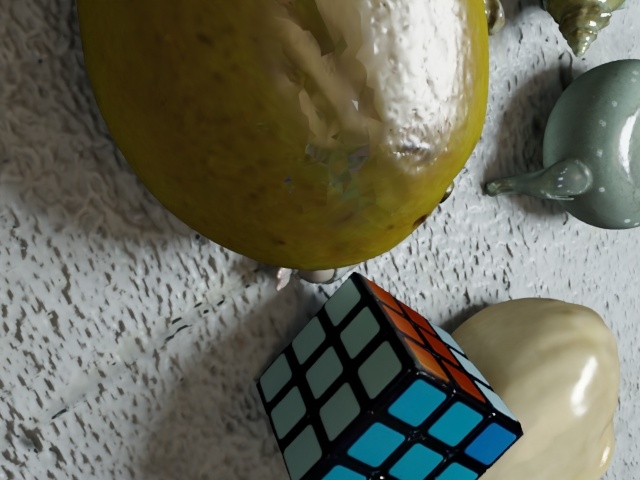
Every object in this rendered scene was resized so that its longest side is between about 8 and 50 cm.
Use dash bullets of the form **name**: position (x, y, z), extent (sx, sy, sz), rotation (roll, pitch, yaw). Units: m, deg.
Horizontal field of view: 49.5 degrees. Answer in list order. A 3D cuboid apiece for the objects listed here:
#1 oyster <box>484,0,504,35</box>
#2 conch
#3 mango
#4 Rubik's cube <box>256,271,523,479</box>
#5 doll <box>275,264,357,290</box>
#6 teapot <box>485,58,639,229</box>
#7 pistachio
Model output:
- **oyster**: position (0.075, -0.369, 0.599), extent (0.204, 0.111, 0.397), rotation (-2, 122, 3)
- **conch**: position (0.266, -0.306, 0.720), extent (0.114, 0.137, 0.234), rotation (-5, 96, -2)
- **mango**: position (-0.043, -0.180, 0.504), extent (0.301, 0.221, 0.445), rotation (-23, 115, 10)
- **Rubik's cube**: position (0.059, 0.157, 0.665), extent (0.160, 0.163, 0.162), rotation (34, 102, -31)
- **doll**: position (0.000, 0.000, 0.677), extent (0.127, 0.073, 0.084), rotation (-25, 79, -27)
- **teapot**: position (0.340, -0.111, 0.803), extent (0.294, 0.129, 0.193), rotation (-29, 114, -23)
- **pistachio**: position (0.201, 0.198, 0.769), extent (0.318, 0.214, 0.193), rotation (-37, 159, -9)
